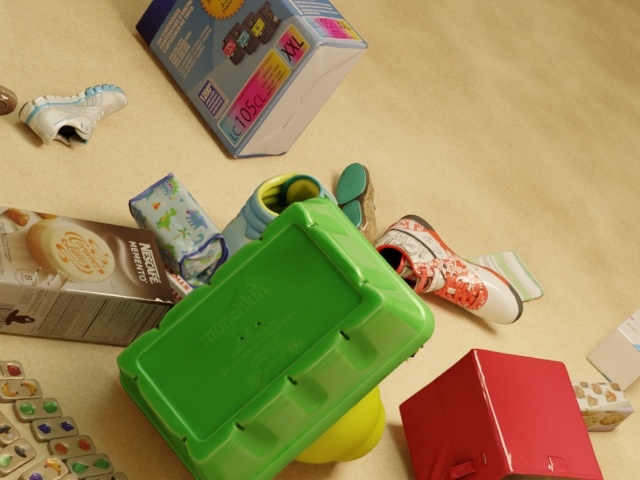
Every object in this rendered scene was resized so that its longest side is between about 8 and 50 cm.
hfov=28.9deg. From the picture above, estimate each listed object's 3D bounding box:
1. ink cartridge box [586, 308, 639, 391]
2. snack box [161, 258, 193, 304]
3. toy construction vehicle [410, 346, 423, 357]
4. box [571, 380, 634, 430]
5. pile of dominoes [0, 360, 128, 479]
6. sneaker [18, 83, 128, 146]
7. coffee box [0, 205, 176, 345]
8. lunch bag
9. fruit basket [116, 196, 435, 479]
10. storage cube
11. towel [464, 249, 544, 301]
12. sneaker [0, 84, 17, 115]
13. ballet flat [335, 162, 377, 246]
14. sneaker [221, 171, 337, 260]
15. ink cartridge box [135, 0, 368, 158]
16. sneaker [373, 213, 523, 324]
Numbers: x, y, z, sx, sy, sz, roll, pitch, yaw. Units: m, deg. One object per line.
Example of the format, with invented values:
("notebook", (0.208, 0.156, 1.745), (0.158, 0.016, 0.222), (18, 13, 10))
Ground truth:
("ink cartridge box", (0.574, 0.199, 2.282), (0.092, 0.090, 0.143), (47, 33, 14))
("snack box", (-0.178, 0.109, 1.713), (0.178, 0.064, 0.022), (44, 32, 10))
("toy construction vehicle", (0.114, 0.154, 1.967), (0.086, 0.035, 0.098), (8, 39, -20))
("box", (0.384, 0.272, 2.038), (0.324, 0.067, 0.063), (7, 43, -39))
("pile of dominoes", (-0.347, 0.231, 1.426), (0.251, 0.040, 0.196), (45, 34, 11))
("sneaker", (-0.367, -0.183, 1.908), (0.190, 0.071, 0.083), (-22, 70, -44))
("coffee box", (-0.330, 0.048, 1.614), (0.246, 0.098, 0.141), (10, 42, -36))
("lunch bag", (-0.200, -0.005, 1.777), (0.096, 0.151, 0.129), (-34, 72, -17))
("fruit basket", (-0.043, 0.157, 1.591), (0.283, 0.392, 0.392), (48, 34, 16))
("storage cube", (0.251, 0.286, 1.759), (0.215, 0.183, 0.193), (12, 50, -33))
("towel", (0.341, 0.067, 2.290), (0.152, 0.023, 0.113), (-7, 52, -47))
("sneaker", (-0.527, -0.191, 1.776), (0.188, 0.066, 0.071), (7, 60, -30))
("ballet flat", (0.066, -0.053, 2.159), (0.067, 0.073, 0.206), (51, 27, -31))
("sneaker", (0.000, 0.000, 1.883), (0.319, 0.208, 0.127), (7, 42, -39))
("ink cartridge box", (-0.144, -0.373, 2.153), (0.151, 0.270, 0.395), (-4, 50, -52))
("sneaker", (0.208, 0.073, 2.100), (0.270, 0.090, 0.145), (40, 34, 9))
